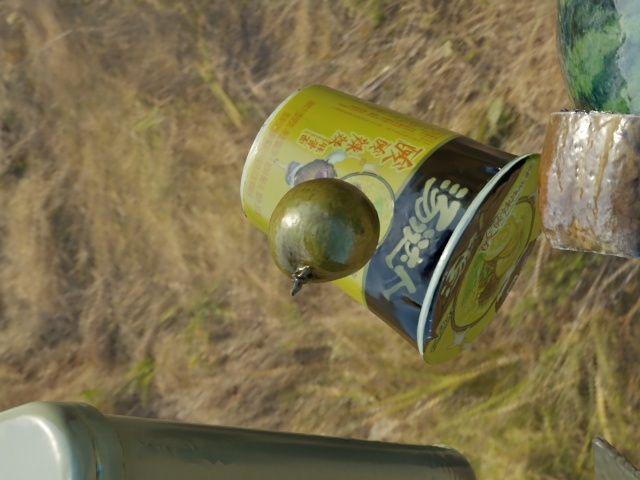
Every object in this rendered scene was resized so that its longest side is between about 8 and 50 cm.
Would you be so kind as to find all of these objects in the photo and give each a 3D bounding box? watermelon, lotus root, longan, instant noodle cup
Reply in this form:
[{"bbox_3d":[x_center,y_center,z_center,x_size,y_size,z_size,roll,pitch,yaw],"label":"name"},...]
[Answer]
[{"bbox_3d":[0.310,-0.165,1.092,0.250,0.292,0.283,39,171,7],"label":"watermelon"},{"bbox_3d":[0.191,-0.031,0.780,0.122,0.112,0.081,7,94,56],"label":"lotus root"},{"bbox_3d":[0.000,0.000,0.855,0.075,0.083,0.075,18,151,10],"label":"longan"},{"bbox_3d":[0.063,-0.031,1.231,0.236,0.215,0.215,30,126,24],"label":"instant noodle cup"}]

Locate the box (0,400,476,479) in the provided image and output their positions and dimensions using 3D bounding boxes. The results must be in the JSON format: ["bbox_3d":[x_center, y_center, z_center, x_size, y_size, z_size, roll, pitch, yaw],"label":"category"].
[{"bbox_3d":[-0.051,0.281,0.769,0.177,0.344,0.352,-20,69,38],"label":"box"}]

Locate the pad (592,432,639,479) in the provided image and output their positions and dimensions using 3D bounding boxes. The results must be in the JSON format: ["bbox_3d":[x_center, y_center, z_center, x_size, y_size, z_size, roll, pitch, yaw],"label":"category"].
[{"bbox_3d":[0.170,0.282,0.484,0.247,0.007,0.367,-135,34,-61],"label":"pad"}]
